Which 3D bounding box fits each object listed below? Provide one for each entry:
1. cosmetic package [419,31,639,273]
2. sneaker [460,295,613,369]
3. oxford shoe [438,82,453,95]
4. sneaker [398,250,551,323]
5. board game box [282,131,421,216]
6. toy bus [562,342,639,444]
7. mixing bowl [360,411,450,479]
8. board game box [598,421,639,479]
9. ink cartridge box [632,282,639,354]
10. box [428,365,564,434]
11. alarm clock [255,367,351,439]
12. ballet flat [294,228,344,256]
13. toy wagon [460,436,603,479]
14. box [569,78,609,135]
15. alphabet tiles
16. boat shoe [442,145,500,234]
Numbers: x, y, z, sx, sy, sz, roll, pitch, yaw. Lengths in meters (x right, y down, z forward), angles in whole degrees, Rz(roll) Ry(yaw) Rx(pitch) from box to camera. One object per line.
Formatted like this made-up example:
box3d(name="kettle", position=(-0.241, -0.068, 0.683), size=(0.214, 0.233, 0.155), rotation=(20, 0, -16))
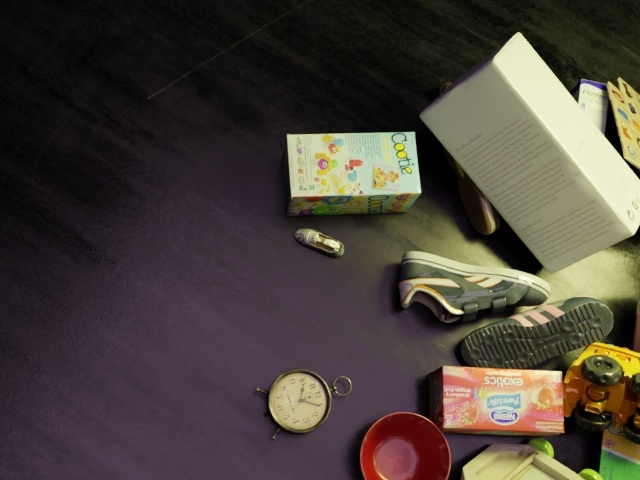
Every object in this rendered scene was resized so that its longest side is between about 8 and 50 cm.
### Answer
box3d(name="cosmetic package", position=(0.452, -0.177, 1.789), size=(0.453, 0.230, 0.161), rotation=(49, 47, -6))
box3d(name="sneaker", position=(0.458, 0.198, 1.823), size=(0.318, 0.131, 0.112), rotation=(-14, 97, 10))
box3d(name="oxford shoe", position=(0.374, -0.297, 1.947), size=(0.227, 0.096, 0.083), rotation=(35, 75, 5))
box3d(name="sneaker", position=(0.321, 0.120, 1.809), size=(0.321, 0.126, 0.128), rotation=(10, 68, 7))
box3d(name="board game box", position=(0.062, -0.141, 1.838), size=(0.275, 0.142, 0.144), rotation=(-2, 74, -7))
box3d(name="toy bus", position=(0.632, 0.294, 1.759), size=(0.220, 0.150, 0.211), rotation=(14, 30, 25))
box3d(name="mixing bowl", position=(0.161, 0.441, 1.709), size=(0.181, 0.098, 0.182), rotation=(2, 73, -7))
box3d(name="board game box", position=(0.727, 0.497, 1.720), size=(0.316, 0.064, 0.242), rotation=(6, 72, 20))
box3d(name="ink cartridge box", position=(0.826, 0.173, 1.817), size=(0.272, 0.114, 0.197), rotation=(-4, 110, -8))
box3d(name="box", position=(0.359, 0.333, 1.751), size=(0.256, 0.123, 0.128), rotation=(4, 74, -6))
box3d(name="alarm clock", position=(-0.027, 0.323, 1.736), size=(0.192, 0.064, 0.129), rotation=(-17, 77, -9))
box3d(name="ballet flat", position=(0.000, 0.000, 1.844), size=(0.114, 0.041, 0.041), rotation=(22, 73, 0))
box3d(name="toy wagon", position=(0.438, 0.519, 1.633), size=(0.267, 0.068, 0.344), rotation=(-24, 40, -39))
box3d(name="box", position=(0.601, -0.278, 1.954), size=(0.072, 0.126, 0.137), rotation=(13, 73, -2))
box3d(name="alphabet tiles", position=(0.742, -0.203, 1.898), size=(0.285, 0.011, 0.343), rotation=(28, 46, -30))
box3d(name="boat shoe", position=(0.362, -0.141, 1.903), size=(0.095, 0.095, 0.258), rotation=(-13, 76, -17))
